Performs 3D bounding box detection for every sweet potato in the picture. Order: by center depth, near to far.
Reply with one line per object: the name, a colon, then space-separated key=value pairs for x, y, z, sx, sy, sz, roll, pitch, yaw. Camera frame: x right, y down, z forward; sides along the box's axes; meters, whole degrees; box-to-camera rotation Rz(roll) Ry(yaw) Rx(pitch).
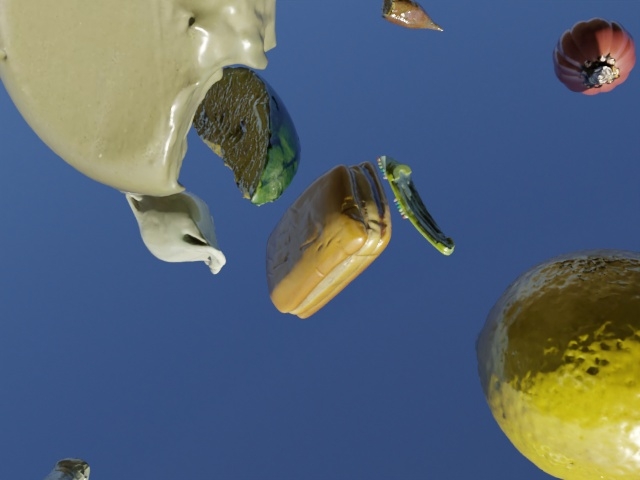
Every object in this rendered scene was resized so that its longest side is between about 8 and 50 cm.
sweet potato: x=0.156 y=-0.375 z=1.601 sx=0.049 sy=0.117 sz=0.049 roll=-52 pitch=-153 yaw=41

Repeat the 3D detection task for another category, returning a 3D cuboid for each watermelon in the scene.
watermelon: x=-0.107 y=-0.162 z=1.368 sx=0.129 sy=0.123 sz=0.301 roll=-34 pitch=-138 yaw=-6

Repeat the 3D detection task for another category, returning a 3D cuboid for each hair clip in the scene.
hair clip: x=0.152 y=-0.056 z=1.513 sx=0.033 sy=0.060 sz=0.188 roll=-38 pitch=-100 yaw=40

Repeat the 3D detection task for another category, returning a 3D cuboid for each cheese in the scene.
cheese: x=-0.105 y=-0.120 z=0.531 sx=0.175 sy=0.202 sz=0.091 roll=20 pitch=-148 yaw=14

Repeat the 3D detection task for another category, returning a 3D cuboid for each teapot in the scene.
teapot: x=-0.296 y=0.280 z=1.062 sx=0.067 sy=0.057 sz=0.083 roll=-25 pitch=-169 yaw=26

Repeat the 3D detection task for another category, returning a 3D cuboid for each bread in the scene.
bread: x=0.000 y=0.000 z=1.054 sx=0.200 sy=0.077 sz=0.115 roll=-45 pitch=-130 yaw=45

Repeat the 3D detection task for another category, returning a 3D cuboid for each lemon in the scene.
lemon: x=0.317 y=0.140 z=1.051 sx=0.293 sy=0.293 sz=0.293 roll=-9 pitch=-122 yaw=15

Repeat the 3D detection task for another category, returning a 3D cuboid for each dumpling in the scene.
dumpling: x=-0.234 y=-0.016 z=1.625 sx=0.124 sy=0.151 sz=0.229 roll=-47 pitch=-121 yaw=-4

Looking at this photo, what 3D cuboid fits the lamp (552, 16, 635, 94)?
lamp: x=0.361 y=-0.243 z=1.264 sx=0.108 sy=0.107 sz=0.092 roll=-14 pitch=-138 yaw=12
